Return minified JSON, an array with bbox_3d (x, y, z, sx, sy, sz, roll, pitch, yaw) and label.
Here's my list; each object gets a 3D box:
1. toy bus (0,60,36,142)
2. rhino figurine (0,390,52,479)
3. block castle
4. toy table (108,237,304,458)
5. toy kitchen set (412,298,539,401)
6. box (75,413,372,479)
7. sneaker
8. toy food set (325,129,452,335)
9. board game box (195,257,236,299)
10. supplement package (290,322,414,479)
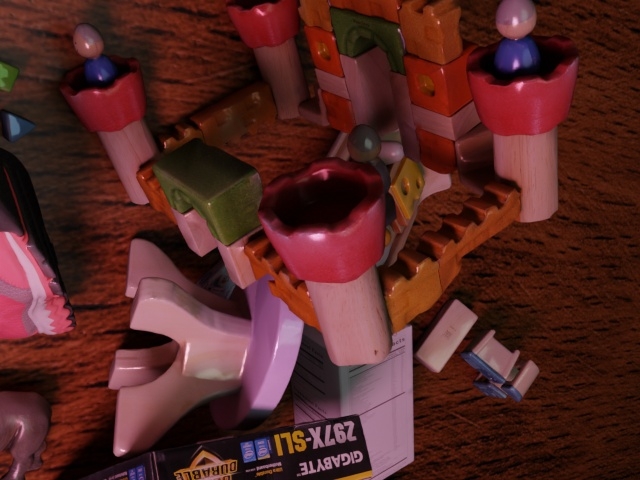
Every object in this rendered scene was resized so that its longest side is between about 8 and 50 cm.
[{"bbox_3d":[-0.367,-0.112,0.603,0.202,0.104,0.190,40,80,-40],"label":"toy bus"},{"bbox_3d":[-0.400,0.204,0.709,0.243,0.073,0.106,10,103,-38],"label":"rhino figurine"},{"bbox_3d":[-0.021,-0.124,0.642,0.303,0.453,0.212,-35,132,-22],"label":"block castle"},{"bbox_3d":[-0.142,0.114,0.769,0.161,0.252,0.274,8,134,-21],"label":"toy table"},{"bbox_3d":[0.260,0.221,1.232,0.207,0.166,0.122,40,77,-2],"label":"toy kitchen set"},{"bbox_3d":[-0.140,0.284,0.791,0.257,0.322,0.079,4,65,-39],"label":"box"},{"bbox_3d":[-0.307,0.033,0.610,0.136,0.115,0.314,-18,160,-21],"label":"sneaker"},{"bbox_3d":[0.101,-0.057,0.934,0.219,0.093,0.306,59,44,-35],"label":"toy food set"},{"bbox_3d":[-0.119,0.069,0.912,0.090,0.020,0.090,-45,127,-15],"label":"board game box"},{"bbox_3d":[0.047,0.229,1.021,0.139,0.134,0.243,-18,116,-32],"label":"supplement package"}]
